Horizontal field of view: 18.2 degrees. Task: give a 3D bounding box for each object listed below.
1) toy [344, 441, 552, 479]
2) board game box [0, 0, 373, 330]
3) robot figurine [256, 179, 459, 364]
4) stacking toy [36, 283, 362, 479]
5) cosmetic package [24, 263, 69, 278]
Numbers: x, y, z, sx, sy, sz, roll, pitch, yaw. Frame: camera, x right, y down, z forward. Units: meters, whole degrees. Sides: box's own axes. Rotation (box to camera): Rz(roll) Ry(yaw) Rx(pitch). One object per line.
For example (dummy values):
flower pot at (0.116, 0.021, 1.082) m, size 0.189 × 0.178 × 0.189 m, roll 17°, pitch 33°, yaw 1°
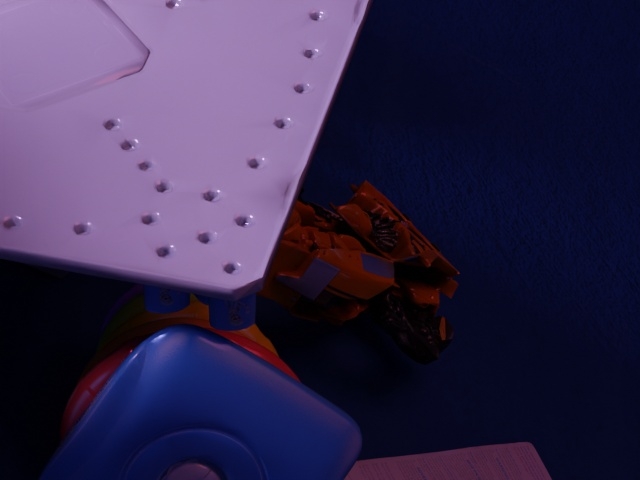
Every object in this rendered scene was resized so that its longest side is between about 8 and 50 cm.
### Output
toy at (0.086, 0.221, 1.435) m, size 0.237 × 0.056 × 0.137 m, roll 2°, pitch 51°, yaw -41°
board game box at (-0.180, -0.111, 1.326) m, size 0.389 × 0.050 × 0.390 m, roll 10°, pitch 43°, yaw 10°
robot figurine at (0.000, 0.000, 1.550) m, size 0.291 × 0.085 × 0.211 m, roll 19°, pitch 23°, yaw -53°
stacking toy at (-0.092, 0.085, 1.342) m, size 0.165 × 0.175 × 0.302 m, roll 32°, pitch 19°, yaw -19°
cosmetic package at (-0.205, -0.104, 1.467) m, size 0.107 × 0.127 × 0.238 m, roll 24°, pitch 35°, yaw -26°
